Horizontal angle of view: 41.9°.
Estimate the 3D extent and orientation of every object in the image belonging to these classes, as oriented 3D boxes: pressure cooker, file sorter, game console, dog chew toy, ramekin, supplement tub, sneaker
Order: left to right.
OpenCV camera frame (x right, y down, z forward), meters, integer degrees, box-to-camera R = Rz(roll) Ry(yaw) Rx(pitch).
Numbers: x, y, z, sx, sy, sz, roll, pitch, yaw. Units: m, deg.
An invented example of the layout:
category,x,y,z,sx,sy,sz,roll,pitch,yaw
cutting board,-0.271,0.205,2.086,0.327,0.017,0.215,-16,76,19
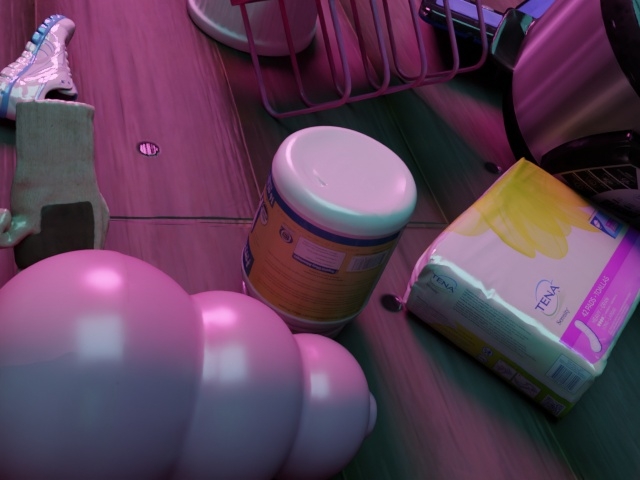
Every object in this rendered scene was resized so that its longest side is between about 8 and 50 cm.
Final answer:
category,x,y,z,sx,sy,sz,roll,pitch,yaw
sneaker,-0.332,-0.202,1.029,0.083,0.071,0.190,23,50,-9
dog chew toy,-0.107,0.125,0.692,0.332,0.206,0.206,12,43,-23
ramekin,-0.094,-0.387,1.280,0.207,0.109,0.207,12,42,-11
supplement tub,0.000,0.000,0.854,0.144,0.199,0.144,12,42,-12
file sorter,0.064,-0.289,1.156,0.291,0.182,0.202,-21,14,-36
game console,0.314,-0.424,1.393,0.250,0.173,0.293,22,25,0
pressure cooker,0.457,-0.206,1.123,0.376,0.420,0.369,-17,80,-17

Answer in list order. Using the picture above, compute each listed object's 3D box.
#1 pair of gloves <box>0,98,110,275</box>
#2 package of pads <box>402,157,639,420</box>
category,x,y,z,sx,sy,sz,roll,pitch,yaw
pair of gloves,-0.315,-0.023,0.772,0.240,0.204,0.042,-11,16,-29
package of pads,0.258,0.038,0.999,0.229,0.101,0.296,35,43,13
